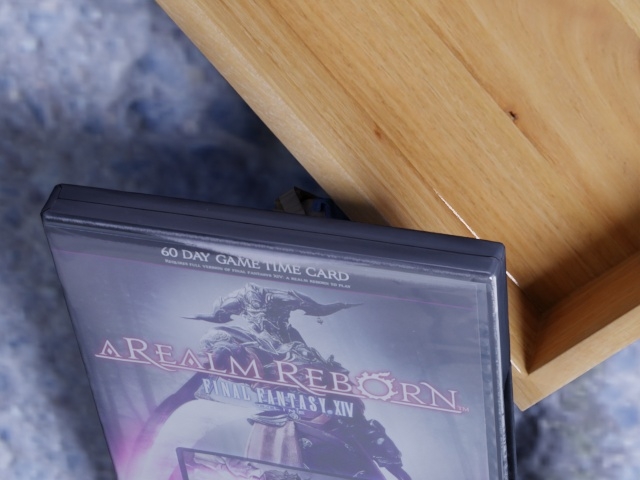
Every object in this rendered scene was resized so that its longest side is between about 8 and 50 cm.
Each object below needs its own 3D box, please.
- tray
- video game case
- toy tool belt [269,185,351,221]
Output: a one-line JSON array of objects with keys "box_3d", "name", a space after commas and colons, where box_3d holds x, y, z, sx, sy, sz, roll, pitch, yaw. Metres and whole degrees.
[{"box_3d": [0.034, -0.142, 0.813, 0.203, 0.076, 0.411, -36, 103, 27], "name": "tray"}, {"box_3d": [-0.008, 0.088, 0.910, 0.196, 0.026, 0.274, 8, 139, 15], "name": "video game case"}, {"box_3d": [0.000, 0.000, 0.890, 0.051, 0.083, 0.052, -7, 80, 17], "name": "toy tool belt"}]
